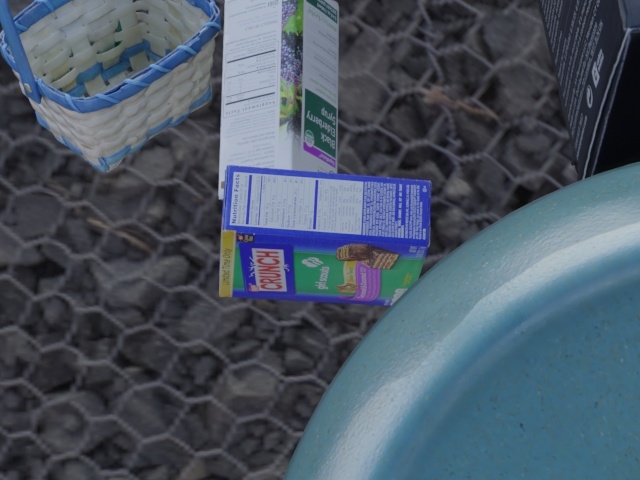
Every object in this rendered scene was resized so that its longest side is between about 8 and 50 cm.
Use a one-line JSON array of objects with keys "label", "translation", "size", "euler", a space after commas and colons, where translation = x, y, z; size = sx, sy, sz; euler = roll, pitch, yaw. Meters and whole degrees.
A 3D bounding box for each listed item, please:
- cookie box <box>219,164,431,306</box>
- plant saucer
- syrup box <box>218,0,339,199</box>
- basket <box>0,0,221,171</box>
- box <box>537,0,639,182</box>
[{"label": "cookie box", "translation": [0.000, 0.000, 0.807], "size": [0.107, 0.092, 0.040], "euler": [4, 66, -3]}, {"label": "plant saucer", "translation": [0.129, 0.123, 0.424], "size": [0.318, 0.044, 0.317], "euler": [-2, 80, 12]}, {"label": "syrup box", "translation": [-0.042, -0.147, 1.586], "size": [0.096, 0.093, 0.237], "euler": [-11, 70, 31]}, {"label": "basket", "translation": [-0.243, -0.241, 1.705], "size": [0.255, 0.289, 0.201], "euler": [-36, 59, -28]}, {"label": "box", "translation": [0.479, -0.332, 1.598], "size": [0.480, 0.297, 0.471], "euler": [-5, 58, -4]}]
